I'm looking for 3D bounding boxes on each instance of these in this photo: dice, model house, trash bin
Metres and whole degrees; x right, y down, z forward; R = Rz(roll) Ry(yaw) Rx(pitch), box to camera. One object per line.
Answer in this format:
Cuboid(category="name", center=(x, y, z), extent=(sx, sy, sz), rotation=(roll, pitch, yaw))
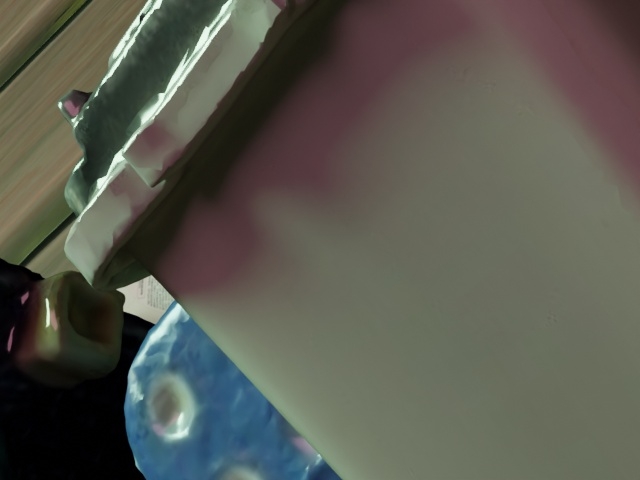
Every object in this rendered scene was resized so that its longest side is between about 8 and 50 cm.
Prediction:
Cuboid(category="dice", center=(0.001, 0.083, 0.966), extent=(0.146, 0.143, 0.146), rotation=(-48, 67, 21))
Cuboid(category="model house", center=(-0.193, 0.152, 1.070), extent=(0.284, 0.243, 0.298), rotation=(-41, 42, 36))
Cuboid(category="trash bin", center=(0.124, -0.002, 0.679), extent=(0.367, 0.256, 0.296), rotation=(52, 129, 13))

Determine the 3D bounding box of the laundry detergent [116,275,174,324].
Cuboid(category="laundry detergent", center=(0.000, 0.000, 1.137), extent=(0.335, 0.088, 0.159), rotation=(-7, 55, 48))
